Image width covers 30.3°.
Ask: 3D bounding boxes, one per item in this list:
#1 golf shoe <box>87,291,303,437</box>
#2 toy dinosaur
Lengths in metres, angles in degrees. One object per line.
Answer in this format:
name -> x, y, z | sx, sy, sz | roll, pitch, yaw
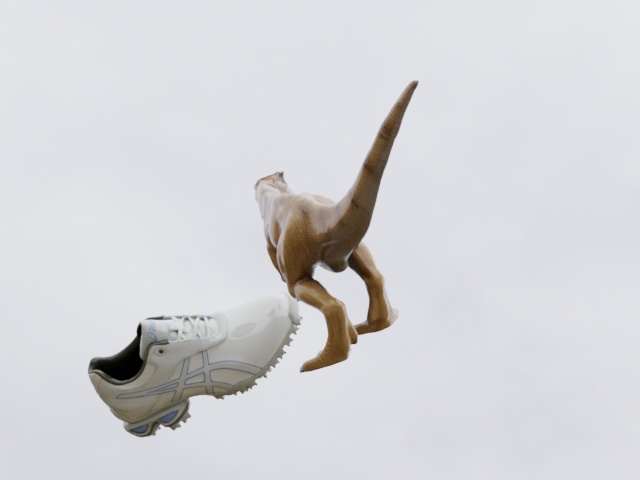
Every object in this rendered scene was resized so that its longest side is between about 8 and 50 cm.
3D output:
golf shoe -> -0.099, 0.085, 0.915 | 0.176, 0.069, 0.086 | -33, -53, 9
toy dinosaur -> 0.000, 0.000, 0.562 | 0.064, 0.112, 0.211 | -26, 8, -18
